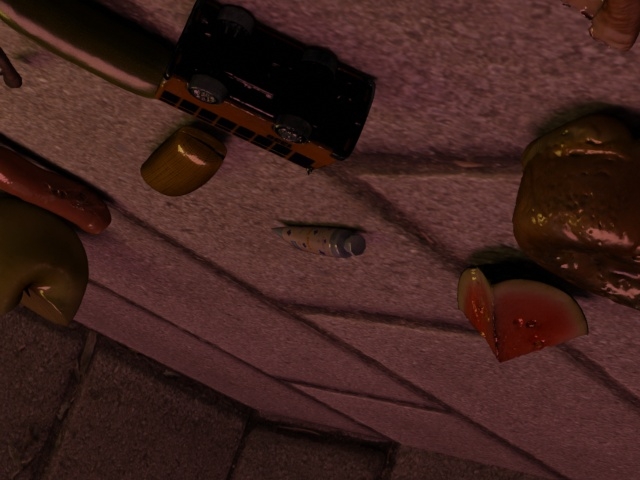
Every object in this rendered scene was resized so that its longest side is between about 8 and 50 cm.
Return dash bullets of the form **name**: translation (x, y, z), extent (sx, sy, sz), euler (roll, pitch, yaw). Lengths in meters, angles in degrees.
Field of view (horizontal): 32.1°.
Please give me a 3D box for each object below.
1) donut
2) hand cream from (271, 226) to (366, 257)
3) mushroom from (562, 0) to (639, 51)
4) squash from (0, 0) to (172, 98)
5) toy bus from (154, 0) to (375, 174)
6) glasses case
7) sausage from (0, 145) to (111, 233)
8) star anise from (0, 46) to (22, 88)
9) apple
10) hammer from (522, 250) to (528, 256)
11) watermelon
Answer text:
- **donut**: translation (0.312, -0.014, 1.088), extent (0.261, 0.128, 0.208), euler (23, 165, -3)
- **hand cream**: translation (0.000, 0.000, 1.668), extent (0.065, 0.043, 0.171), euler (34, 164, -37)
- **mushroom**: translation (0.161, -0.203, 0.741), extent (0.210, 0.072, 0.094), euler (24, 166, -27)
- **squash**: translation (-0.249, -0.218, 1.202), extent (0.258, 0.069, 0.069), euler (28, 162, -25)
- **toy bus**: translation (-0.058, -0.150, 1.133), extent (0.201, 0.098, 0.114), euler (24, 164, -13)
- **glasses case**: translation (-0.187, -0.103, 1.511), extent (0.079, 0.064, 0.234), euler (32, 162, -15)
- **sausage**: translation (-0.471, -0.096, 1.858), extent (0.078, 0.078, 0.304), euler (2, 157, 48)
- **star anise**: translation (-0.483, -0.269, 1.241), extent (0.316, 0.139, 0.359), euler (31, 178, -9)
- **apple**: translation (-0.596, 0.034, 2.153), extent (0.295, 0.233, 0.258), euler (15, -166, -45)
- **hammer**: translation (0.344, 0.026, 1.387), extent (0.199, 0.013, 0.062), euler (14, 163, 22)
- **watermelon**: translation (0.261, 0.083, 1.550), extent (0.193, 0.137, 0.145), euler (29, -163, -29)
